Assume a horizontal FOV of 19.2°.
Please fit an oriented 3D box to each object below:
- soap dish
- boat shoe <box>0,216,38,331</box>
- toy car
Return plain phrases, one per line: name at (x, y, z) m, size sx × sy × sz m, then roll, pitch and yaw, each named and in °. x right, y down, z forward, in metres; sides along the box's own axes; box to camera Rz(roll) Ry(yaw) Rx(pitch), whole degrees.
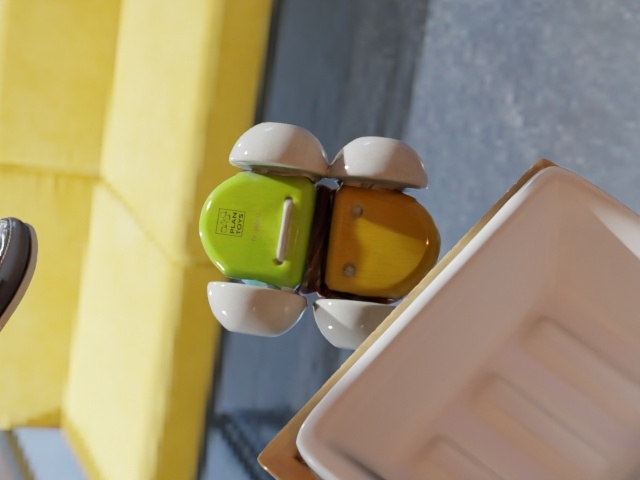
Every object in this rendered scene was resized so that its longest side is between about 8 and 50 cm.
soap dish at (0.138, 0.115, 1.158) m, size 0.229 × 0.291 × 0.118 m, roll 37°, pitch 152°, yaw 16°
boat shoe at (-0.278, 0.049, 1.449) m, size 0.075 × 0.065 × 0.206 m, roll -23°, pitch 35°, yaw 40°
toy car at (0.000, 0.000, 1.442) m, size 0.136 × 0.182 × 0.159 m, roll 72°, pitch -154°, yaw -85°
